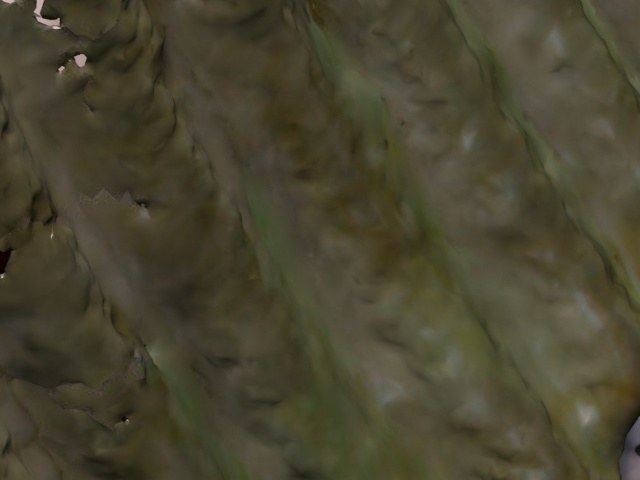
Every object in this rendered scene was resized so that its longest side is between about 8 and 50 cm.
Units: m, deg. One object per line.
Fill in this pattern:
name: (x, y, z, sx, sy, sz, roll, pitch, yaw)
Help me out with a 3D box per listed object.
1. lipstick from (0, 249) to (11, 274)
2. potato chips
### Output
lipstick: (-0.198, 0.107, 0.557, 0.077, 0.077, 0.418, 46, 69, -10)
potato chips: (-0.007, -0.002, 0.580, 0.389, 0.097, 0.373, 32, 77, -37)
